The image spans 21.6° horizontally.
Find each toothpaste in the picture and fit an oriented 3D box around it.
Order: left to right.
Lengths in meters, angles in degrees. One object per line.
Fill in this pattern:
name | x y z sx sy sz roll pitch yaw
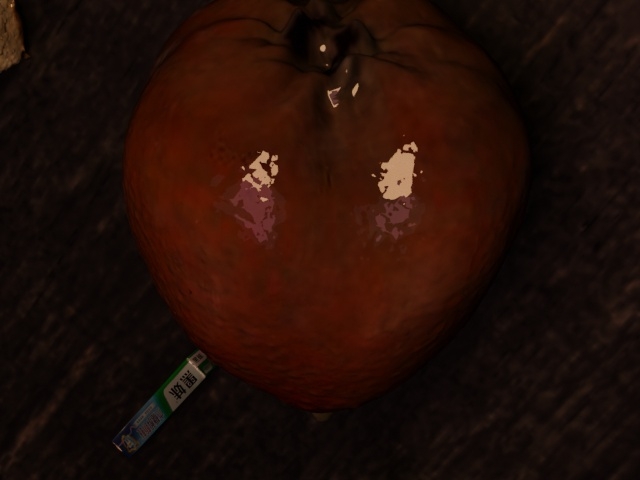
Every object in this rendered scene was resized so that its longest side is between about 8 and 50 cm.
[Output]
toothpaste | -0.092 0.096 0.993 0.017 0.020 0.083 44 119 3

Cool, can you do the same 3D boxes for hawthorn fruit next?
hawthorn fruit | 0.000 0.000 0.833 0.199 0.199 0.251 13 126 15

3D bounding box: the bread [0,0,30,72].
bread | -0.211 -0.114 0.918 0.083 0.076 0.070 -10 111 25
